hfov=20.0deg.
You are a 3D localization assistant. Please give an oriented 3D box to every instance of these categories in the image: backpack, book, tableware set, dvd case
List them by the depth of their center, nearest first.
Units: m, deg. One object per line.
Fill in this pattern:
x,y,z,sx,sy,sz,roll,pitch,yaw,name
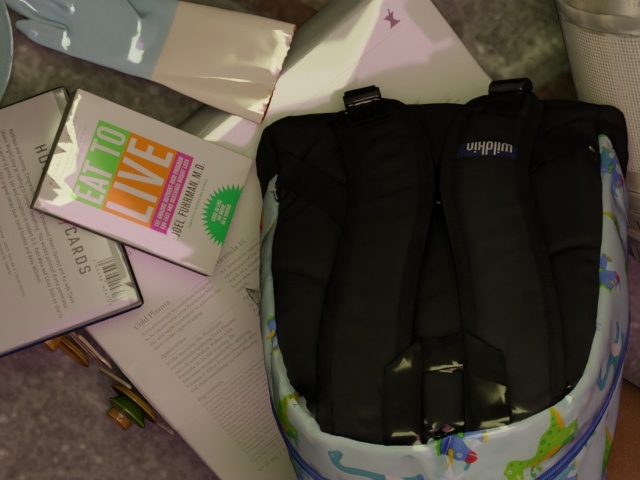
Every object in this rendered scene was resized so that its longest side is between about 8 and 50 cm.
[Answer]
0.090,0.068,1.264,0.290,0.355,0.273,-3,115,2,backpack
-0.134,-0.042,1.364,0.144,0.035,0.096,21,80,-16,book
-0.275,0.006,1.381,0.239,0.029,0.179,-20,89,0,dvd case
-0.189,0.109,1.469,0.024,0.104,0.154,-50,134,-14,tableware set

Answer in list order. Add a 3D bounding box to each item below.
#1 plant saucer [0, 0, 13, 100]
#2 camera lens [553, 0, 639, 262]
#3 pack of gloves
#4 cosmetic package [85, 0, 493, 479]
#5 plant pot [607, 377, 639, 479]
-0.335,-0.152,1.395,0.195,0.037,0.194,-3,106,-12,plant saucer
0.309,-0.134,1.432,0.219,0.219,0.274,-21,119,-6,camera lens
-0.119,-0.219,1.404,0.232,0.046,0.195,20,90,3,pack of gloves
0.000,0.000,1.478,0.377,0.097,0.284,-39,110,0,cosmetic package
0.231,0.210,1.537,0.254,0.237,0.237,15,101,-31,plant pot
